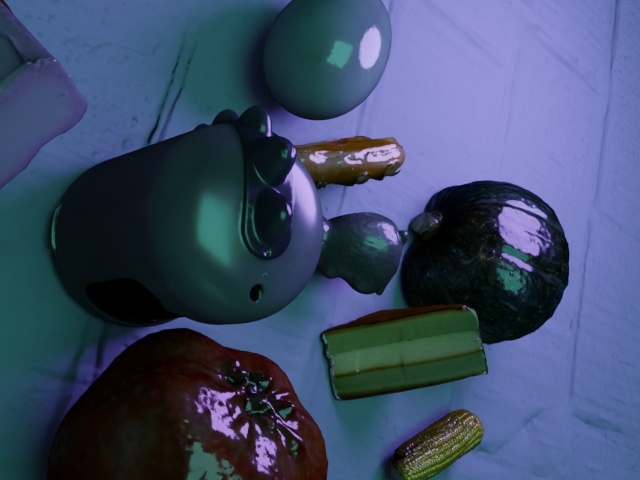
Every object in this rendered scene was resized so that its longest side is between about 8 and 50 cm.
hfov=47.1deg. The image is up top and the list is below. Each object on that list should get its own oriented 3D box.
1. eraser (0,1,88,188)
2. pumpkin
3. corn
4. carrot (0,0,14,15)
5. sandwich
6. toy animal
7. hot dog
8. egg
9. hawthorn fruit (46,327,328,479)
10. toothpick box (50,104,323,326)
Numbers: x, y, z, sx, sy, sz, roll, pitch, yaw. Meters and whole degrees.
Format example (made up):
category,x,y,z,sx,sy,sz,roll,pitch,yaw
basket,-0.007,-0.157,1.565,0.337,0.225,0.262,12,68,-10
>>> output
category,x,y,z,sx,sy,sz,roll,pitch,yaw
eraser,-0.400,-0.150,0.543,0.359,0.122,0.272,44,79,9
pumpkin,0.297,0.031,1.230,0.263,0.197,0.292,36,61,-29
corn,0.188,0.335,1.188,0.203,0.072,0.071,-20,98,-39
carrot,-0.406,-0.118,0.643,0.307,0.100,0.258,-38,79,-16
sandwich,0.124,0.167,1.080,0.144,0.187,0.117,-18,97,-46
toy animal,0.004,-0.005,1.043,0.237,0.138,0.108,23,40,-22
hot dog,0.013,-0.109,1.059,0.270,0.109,0.072,-14,104,-37
egg,0.012,-0.270,1.035,0.168,0.168,0.230,47,55,-27
hawthorn fruit,-0.163,0.263,0.790,0.287,0.287,0.330,31,111,-34
toothpick box,-0.132,-0.022,0.792,0.229,0.317,0.228,6,80,-40
